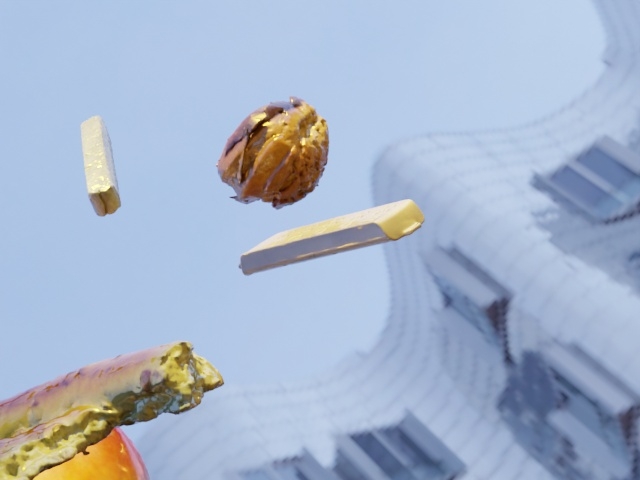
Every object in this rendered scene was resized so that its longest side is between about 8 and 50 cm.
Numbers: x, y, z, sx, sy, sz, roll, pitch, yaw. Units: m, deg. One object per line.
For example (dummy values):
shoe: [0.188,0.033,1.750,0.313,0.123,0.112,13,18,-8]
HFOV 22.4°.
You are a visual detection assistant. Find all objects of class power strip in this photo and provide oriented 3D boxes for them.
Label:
power strip: [0.000,0.000,1.602,0.060,0.252,0.027,-32,-77,-44]

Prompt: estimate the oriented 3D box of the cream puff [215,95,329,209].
cream puff: [-0.045,-0.089,1.740,0.133,0.104,0.119,-31,-22,-30]

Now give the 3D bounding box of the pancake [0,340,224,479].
pancake: [-0.241,0.143,1.004,0.376,0.197,0.054,-24,-82,-2]

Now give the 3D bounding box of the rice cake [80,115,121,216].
rice cake: [-0.211,-0.072,1.538,0.029,0.171,0.033,-22,-60,-1]

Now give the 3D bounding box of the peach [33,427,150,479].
peach: [-0.269,0.278,1.296,0.289,0.289,0.308,59,-139,-44]
